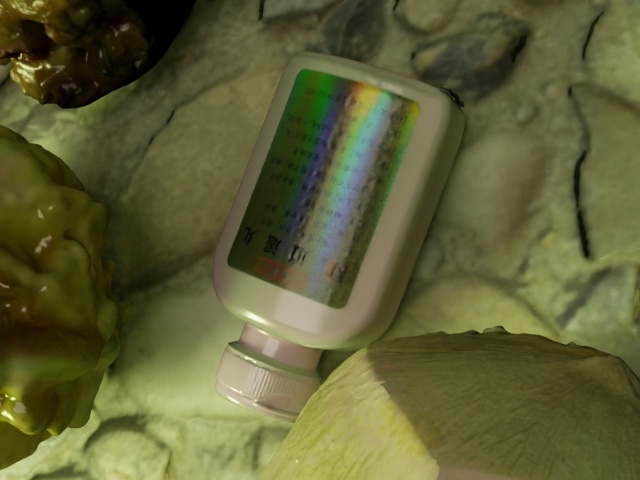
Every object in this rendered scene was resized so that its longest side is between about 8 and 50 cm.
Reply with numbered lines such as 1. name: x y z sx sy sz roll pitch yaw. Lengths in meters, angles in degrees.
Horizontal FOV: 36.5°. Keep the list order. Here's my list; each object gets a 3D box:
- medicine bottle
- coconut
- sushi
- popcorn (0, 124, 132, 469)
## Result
1. medicine bottle: 0.000 0.000 0.599 0.115 0.078 0.219 20 90 22
2. coconut: 0.079 0.152 0.464 0.227 0.227 0.230 43 99 23
3. sushi: -0.182 -0.219 0.661 0.204 0.213 0.200 -48 44 -6
4. popcorn: -0.229 0.040 0.607 0.212 0.259 0.259 15 87 -8
